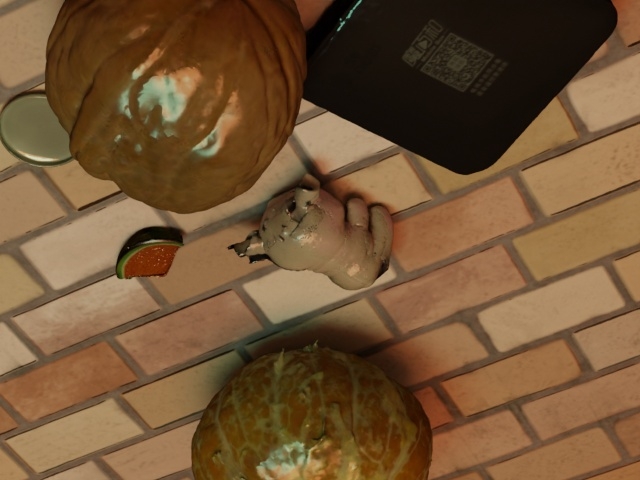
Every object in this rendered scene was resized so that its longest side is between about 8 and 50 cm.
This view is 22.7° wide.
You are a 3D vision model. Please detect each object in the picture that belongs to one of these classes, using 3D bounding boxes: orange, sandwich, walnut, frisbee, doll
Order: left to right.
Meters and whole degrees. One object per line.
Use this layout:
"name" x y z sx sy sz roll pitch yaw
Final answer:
"frisbee" -0.333 -0.133 1.915 0.110 0.014 0.110 0 132 0
"sandwich" -0.224 0.019 2.050 0.069 0.026 0.101 15 133 -20
"walnut" -0.160 -0.178 1.724 0.277 0.252 0.313 22 137 -21
"orange" -0.011 0.291 2.152 0.329 0.249 0.329 -2 137 -1
"doll" 0.000 0.000 1.994 0.192 0.095 0.149 25 129 -26

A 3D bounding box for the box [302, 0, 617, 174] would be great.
"box" 0.150 -0.225 1.812 0.289 0.073 0.290 24 126 -22
